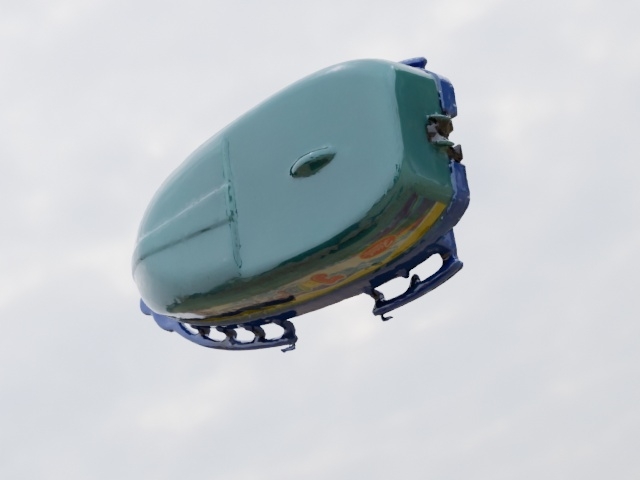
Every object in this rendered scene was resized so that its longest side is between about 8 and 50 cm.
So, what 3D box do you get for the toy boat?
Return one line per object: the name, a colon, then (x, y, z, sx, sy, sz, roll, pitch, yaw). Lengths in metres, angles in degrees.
toy boat: (0.000, 0.000, 0.667, 0.175, 0.091, 0.110, -25, -27, 37)
